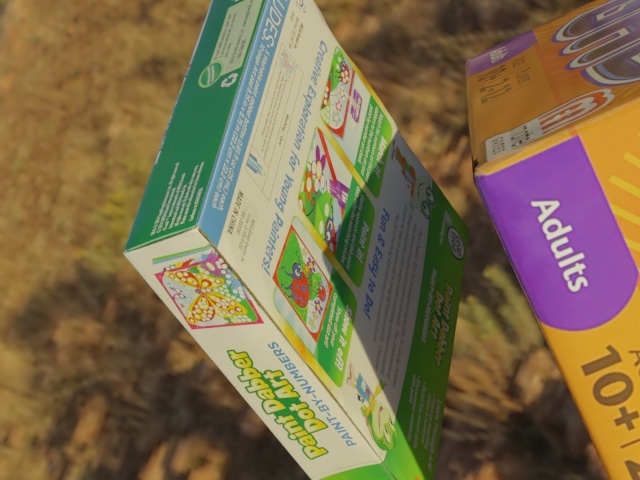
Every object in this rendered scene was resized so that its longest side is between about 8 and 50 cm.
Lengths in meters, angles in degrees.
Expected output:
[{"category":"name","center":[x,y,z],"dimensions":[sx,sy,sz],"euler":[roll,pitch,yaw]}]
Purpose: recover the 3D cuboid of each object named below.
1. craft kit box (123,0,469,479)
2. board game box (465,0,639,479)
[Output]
[{"category":"craft kit box","center":[0.000,0.000,1.010],"dimensions":[0.061,0.247,0.250],"euler":[-21,34,28]},{"category":"board game box","center":[0.306,0.018,0.870],"dimensions":[0.356,0.357,0.356],"euler":[-24,11,10]}]
